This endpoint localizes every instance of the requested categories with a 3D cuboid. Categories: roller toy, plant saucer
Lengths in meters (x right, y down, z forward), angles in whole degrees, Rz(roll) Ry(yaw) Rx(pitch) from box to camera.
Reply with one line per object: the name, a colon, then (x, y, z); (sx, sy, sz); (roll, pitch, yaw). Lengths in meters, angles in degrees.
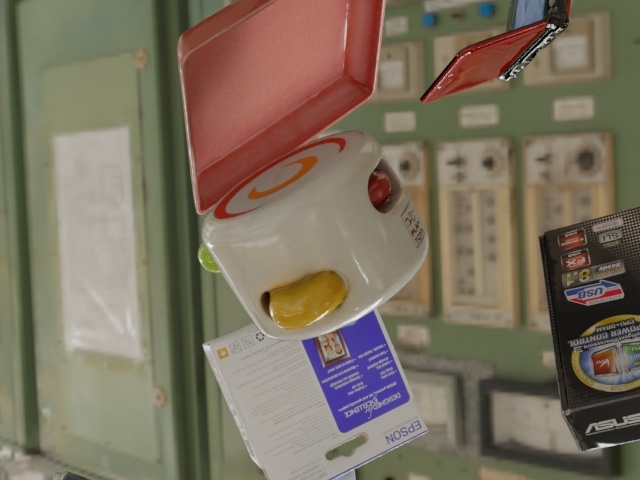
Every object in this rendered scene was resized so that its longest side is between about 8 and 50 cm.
roller toy: (0.000, 0.000, 1.112); (0.191, 0.146, 0.209); (-36, -163, -17)
plant saucer: (-0.044, -0.176, 1.183); (0.258, 0.048, 0.259); (-37, 157, -22)

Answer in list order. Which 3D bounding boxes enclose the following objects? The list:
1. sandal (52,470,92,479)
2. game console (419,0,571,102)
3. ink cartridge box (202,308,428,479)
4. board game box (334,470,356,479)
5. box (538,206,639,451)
sandal: (-0.304, 0.331, 1.476); (0.097, 0.054, 0.254); (21, 163, -1)
game console: (0.146, -0.183, 0.977); (0.085, 0.124, 0.144); (10, 169, -8)
ink cartridge box: (-0.005, 0.175, 1.387); (0.206, 0.208, 0.045); (-23, -179, -15)
board game box: (-0.036, 0.470, 1.529); (0.086, 0.308, 0.302); (-7, 178, 25)
box: (0.330, 0.050, 0.986); (0.270, 0.060, 0.216); (-16, -141, 18)
